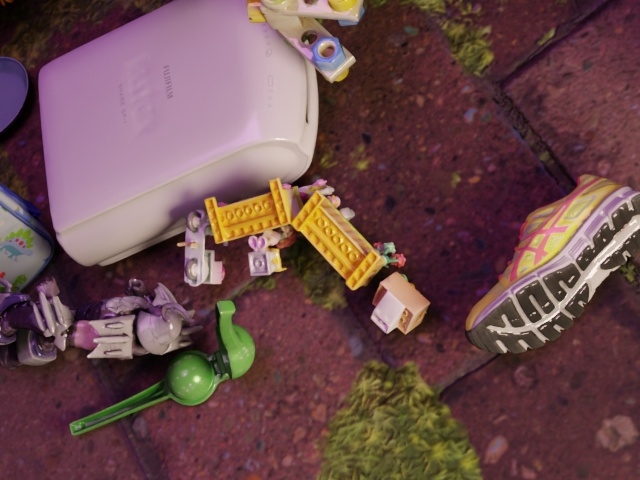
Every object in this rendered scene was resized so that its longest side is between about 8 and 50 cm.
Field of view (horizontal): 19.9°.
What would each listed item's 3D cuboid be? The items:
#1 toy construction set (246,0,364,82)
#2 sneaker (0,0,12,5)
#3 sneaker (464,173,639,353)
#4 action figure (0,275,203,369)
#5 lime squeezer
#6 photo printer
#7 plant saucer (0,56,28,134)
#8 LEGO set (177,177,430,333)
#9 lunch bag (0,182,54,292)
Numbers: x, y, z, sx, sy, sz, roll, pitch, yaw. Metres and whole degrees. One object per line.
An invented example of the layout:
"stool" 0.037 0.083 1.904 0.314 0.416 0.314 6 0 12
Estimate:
"toy construction set" -0.086 -0.309 1.859 0.328 0.151 0.215 22 78 4
"sneaker" -0.414 -0.312 2.230 0.083 0.084 0.215 35 87 26
"sneaker" 0.209 0.019 1.680 0.208 0.081 0.094 -40 43 -5
"action figure" -0.245 0.079 1.850 0.285 0.185 0.099 -2 80 36
"lime squeezer" -0.131 0.131 1.798 0.310 0.110 0.059 -38 80 46
"photo printer" -0.148 -0.136 1.951 0.308 0.107 0.256 -23 54 18
"plant saucer" -0.391 -0.162 2.164 0.119 0.021 0.119 -14 58 23
"LEGO set" 0.000 0.000 1.816 0.287 0.107 0.132 11 104 30
"lunch bag" -0.397 0.001 1.946 0.176 0.219 0.090 -44 57 2
